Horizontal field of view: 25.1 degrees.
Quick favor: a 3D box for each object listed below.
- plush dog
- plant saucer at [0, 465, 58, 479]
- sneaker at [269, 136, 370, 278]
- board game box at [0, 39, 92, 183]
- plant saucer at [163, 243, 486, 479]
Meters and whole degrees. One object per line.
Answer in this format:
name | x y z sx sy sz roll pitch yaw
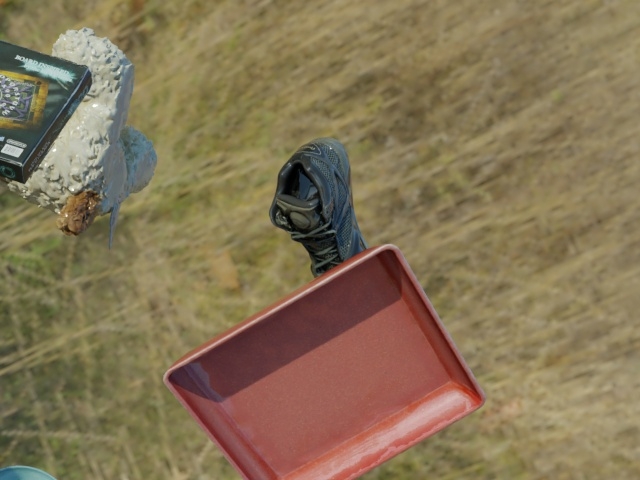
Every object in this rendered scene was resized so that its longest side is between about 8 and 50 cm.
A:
plush dog | -0.337 -0.110 1.672 0.262 0.225 0.211 82 26 -56
plant saucer | -0.314 0.297 1.526 0.119 0.021 0.119 21 46 -23
sneaker | 0.000 0.000 1.704 0.130 0.087 0.228 -30 112 -60
board game box | -0.301 -0.123 1.197 0.026 0.186 0.126 96 16 -50
plant saucer | 0.006 0.137 1.450 0.259 0.258 0.048 57 4 -39
